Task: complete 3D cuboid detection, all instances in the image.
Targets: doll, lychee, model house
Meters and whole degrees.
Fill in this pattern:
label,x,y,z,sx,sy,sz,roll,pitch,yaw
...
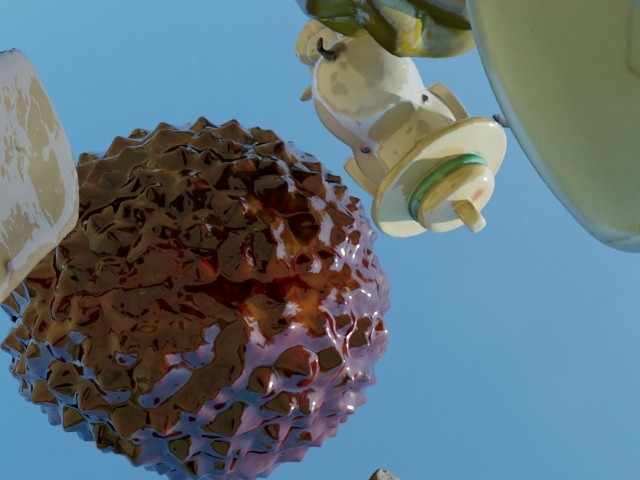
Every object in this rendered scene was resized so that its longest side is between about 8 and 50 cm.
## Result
label,x,y,z,sx,sy,sz,roll,pitch,yaw
doll,0.068,-0.122,0.825,0.144,0.208,0.271,-36,-164,8
lychee,-0.118,0.068,1.022,0.424,0.500,0.425,1,-88,40
model house,-0.247,-0.042,0.493,0.188,0.122,0.229,1,-161,-2

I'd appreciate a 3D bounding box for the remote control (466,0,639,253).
label,x,y,z,sx,sy,sz,roll,pitch,yaw
remote control,0.176,-0.091,0.239,0.296,0.140,0.056,-24,-175,44

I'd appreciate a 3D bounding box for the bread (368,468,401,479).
label,x,y,z,sx,sy,sz,roll,pitch,yaw
bread,0.024,0.188,0.521,0.035,0.090,0.094,28,-91,4

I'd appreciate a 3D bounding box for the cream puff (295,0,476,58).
label,x,y,z,sx,sy,sz,roll,pitch,yaw
cream puff,0.039,-0.253,0.599,0.269,0.274,0.323,-21,-163,-26
